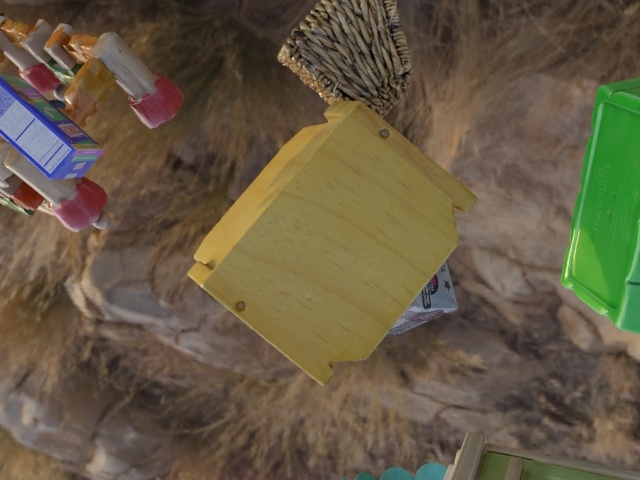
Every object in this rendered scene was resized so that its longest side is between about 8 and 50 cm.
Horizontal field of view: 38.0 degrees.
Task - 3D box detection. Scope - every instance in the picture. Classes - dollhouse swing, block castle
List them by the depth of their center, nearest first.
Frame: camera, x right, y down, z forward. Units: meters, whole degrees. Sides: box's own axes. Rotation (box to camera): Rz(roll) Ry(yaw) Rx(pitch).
[{"bbox_3d":[0.000,0.000,1.446,0.315,0.347,0.305,39,173,1],"label":"dollhouse swing"},{"bbox_3d":[-0.465,-0.198,1.582,0.453,0.303,0.213,19,160,42],"label":"block castle"}]

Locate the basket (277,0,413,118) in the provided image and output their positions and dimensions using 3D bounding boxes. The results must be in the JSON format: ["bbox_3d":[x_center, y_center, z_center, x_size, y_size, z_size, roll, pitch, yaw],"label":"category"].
[{"bbox_3d":[0.075,-0.329,1.560,0.213,0.223,0.299,40,-177,-8],"label":"basket"}]

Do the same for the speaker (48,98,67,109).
[{"bbox_3d":[-0.445,-0.203,1.592,0.055,0.055,0.136,23,175,-5],"label":"speaker"}]

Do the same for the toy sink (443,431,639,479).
[{"bbox_3d":[0.152,0.247,0.740,0.234,0.153,0.131,7,102,16],"label":"toy sink"}]

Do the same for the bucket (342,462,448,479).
[{"bbox_3d":[0.162,0.401,1.243,0.281,0.183,0.281,-6,171,-1],"label":"bucket"}]

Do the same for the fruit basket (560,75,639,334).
[{"bbox_3d":[0.549,-0.037,1.232,0.391,0.283,0.392,-5,110,-13],"label":"fruit basket"}]

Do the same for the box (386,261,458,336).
[{"bbox_3d":[0.113,0.025,1.594,0.142,0.247,0.163,3,156,-40],"label":"box"}]

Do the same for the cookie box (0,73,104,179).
[{"bbox_3d":[-0.266,-0.107,0.874,0.107,0.040,0.092,42,-174,-2],"label":"cookie box"}]
